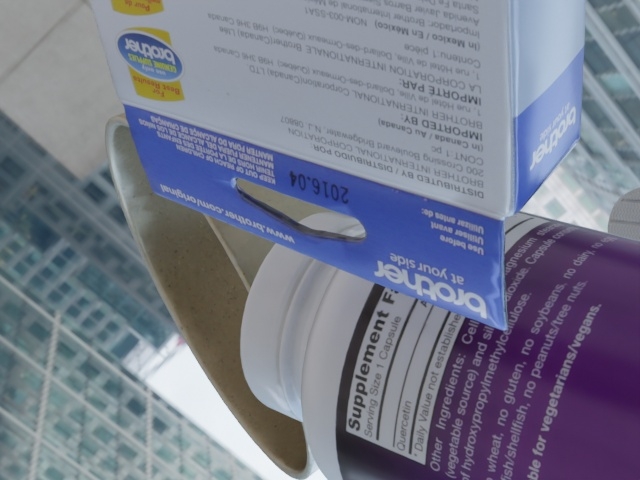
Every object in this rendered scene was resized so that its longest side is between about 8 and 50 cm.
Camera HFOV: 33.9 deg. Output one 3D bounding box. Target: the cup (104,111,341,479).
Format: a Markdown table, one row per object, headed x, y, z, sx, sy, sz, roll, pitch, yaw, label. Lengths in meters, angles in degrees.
| x | y | z | sx | sy | sz | roll | pitch | yaw | label |
| --- | --- | --- | --- | --- | --- | --- | --- | --- | --- |
| 0.000 | 0.000 | 0.896 | 0.237 | 0.331 | 0.331 | -27 | -160 | -18 | cup |

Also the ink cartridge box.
| x | y | z | sx | sy | sz | roll | pitch | yaw | label |
| --- | --- | --- | --- | --- | --- | --- | --- | --- | --- |
| -0.009 | -0.126 | 0.334 | 0.186 | 0.311 | 0.065 | 19 | -136 | 31 | ink cartridge box |

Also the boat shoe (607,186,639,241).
| x | y | z | sx | sy | sz | roll | pitch | yaw | label |
| --- | --- | --- | --- | --- | --- | --- | --- | --- | --- |
| 0.462 | 0.015 | 1.070 | 0.335 | 0.119 | 0.121 | 16 | -79 | 43 | boat shoe |

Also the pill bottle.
| x | y | z | sx | sy | sz | roll | pitch | yaw | label |
| --- | --- | --- | --- | --- | --- | --- | --- | --- | --- |
| 0.119 | 0.081 | 0.540 | 0.323 | 0.181 | 0.181 | 17 | -118 | 35 | pill bottle |
